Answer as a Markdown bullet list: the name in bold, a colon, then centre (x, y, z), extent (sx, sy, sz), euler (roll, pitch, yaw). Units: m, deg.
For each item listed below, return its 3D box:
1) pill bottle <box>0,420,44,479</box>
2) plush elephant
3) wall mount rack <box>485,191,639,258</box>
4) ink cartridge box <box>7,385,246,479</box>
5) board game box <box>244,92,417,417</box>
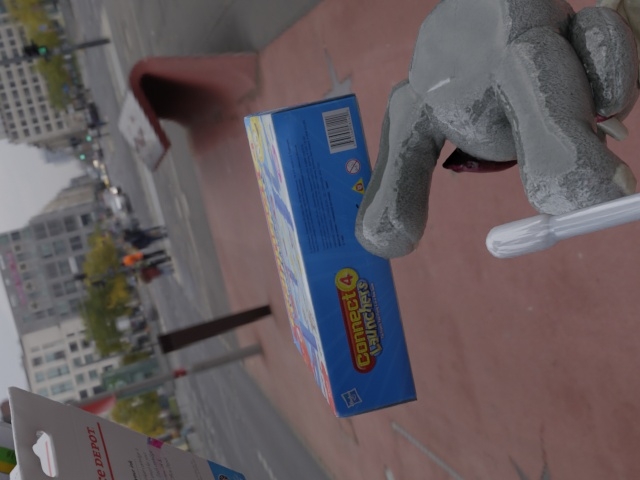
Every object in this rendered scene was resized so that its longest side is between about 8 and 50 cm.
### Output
- **pill bottle**: centre (-0.321, 0.291, 0.776), extent (0.136, 0.136, 0.246), euler (126, 162, -73)
- **plush elephant**: centre (0.204, -0.124, 0.788), extent (0.272, 0.255, 0.330), euler (-22, 61, 48)
- **wall mount rack**: centre (0.191, 0.050, 0.292), extent (0.304, 0.130, 0.350), euler (125, 141, -68)
- **ink cartridge box**: centre (-0.112, 0.164, 0.487), extent (0.181, 0.061, 0.104), euler (34, -169, -36)
- **board game box**: centre (0.000, 0.000, 0.950), extent (0.302, 0.086, 0.308), euler (-145, 42, -78)
